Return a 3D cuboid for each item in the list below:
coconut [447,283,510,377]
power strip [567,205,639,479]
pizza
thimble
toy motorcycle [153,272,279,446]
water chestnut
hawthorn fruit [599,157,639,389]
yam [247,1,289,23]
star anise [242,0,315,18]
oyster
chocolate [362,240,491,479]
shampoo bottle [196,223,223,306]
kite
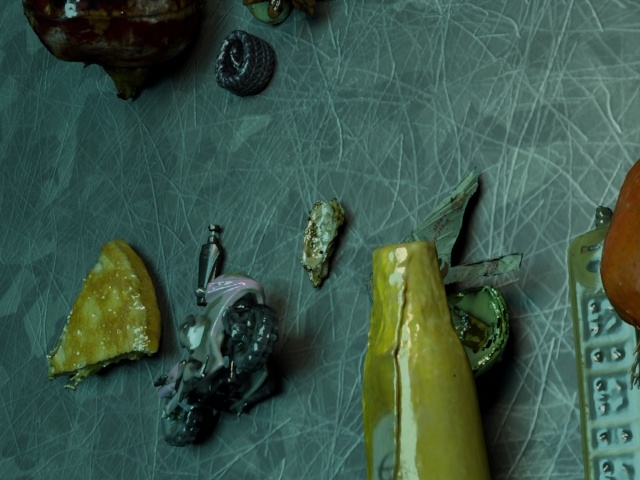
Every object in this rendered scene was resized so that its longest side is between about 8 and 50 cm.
[{"bbox_3d":[0.198,0.116,1.430,0.133,0.055,0.158,-50,32,17],"label":"coconut"},{"bbox_3d":[0.344,0.139,1.293,0.092,0.066,0.387,-15,65,35],"label":"power strip"},{"bbox_3d":[-0.388,0.151,1.948,0.288,0.075,0.280,-40,48,27],"label":"pizza"},{"bbox_3d":[-0.129,-0.301,1.880,0.095,0.066,0.104,4,77,45],"label":"thimble"},{"bbox_3d":[-0.160,0.173,1.695,0.327,0.143,0.188,-48,38,38],"label":"toy motorcycle"},{"bbox_3d":[-0.375,-0.408,2.007,0.335,0.335,0.346,40,132,43],"label":"water chestnut"},{"bbox_3d":[0.398,0.028,1.195,0.211,0.211,0.299,40,111,43],"label":"hawthorn fruit"},{"bbox_3d":[-0.109,-0.433,1.912,0.069,0.070,0.146,-48,50,18],"label":"yam"},{"bbox_3d":[-0.075,-0.456,1.835,0.177,0.073,0.234,-27,57,-17],"label":"star anise"},{"bbox_3d":[0.001,0.000,1.678,0.086,0.029,0.132,38,104,49],"label":"oyster"},{"bbox_3d":[0.117,0.223,1.346,0.162,0.162,0.445,-15,78,38],"label":"chocolate"},{"bbox_3d":[-0.183,0.040,1.829,0.048,0.027,0.137,-7,70,38],"label":"shampoo bottle"},{"bbox_3d":[0.155,0.052,1.487,0.314,0.011,0.335,-9,59,55],"label":"kite"}]
